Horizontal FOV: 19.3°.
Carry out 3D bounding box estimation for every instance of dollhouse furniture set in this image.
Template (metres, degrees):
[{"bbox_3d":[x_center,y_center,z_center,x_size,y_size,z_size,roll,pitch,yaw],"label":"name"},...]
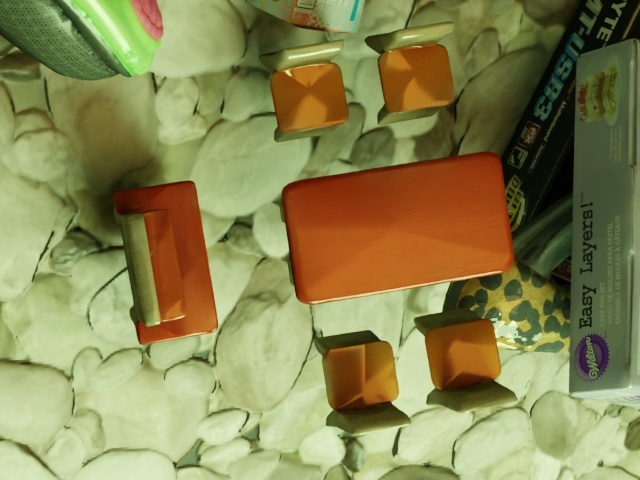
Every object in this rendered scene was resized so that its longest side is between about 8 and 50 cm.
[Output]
[{"bbox_3d":[0.000,0.000,1.235,0.259,0.135,0.262,-10,93,-11],"label":"dollhouse furniture set"}]

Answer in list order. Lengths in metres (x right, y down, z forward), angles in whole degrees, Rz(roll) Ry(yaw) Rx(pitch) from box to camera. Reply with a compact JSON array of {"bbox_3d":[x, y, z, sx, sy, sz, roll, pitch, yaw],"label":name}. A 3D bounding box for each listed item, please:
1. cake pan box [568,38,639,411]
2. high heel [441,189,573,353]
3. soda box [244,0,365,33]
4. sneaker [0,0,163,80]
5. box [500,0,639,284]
[{"bbox_3d":[0.290,0.009,1.386,0.245,0.070,0.267,11,75,-35],"label":"cake pan box"},{"bbox_3d":[0.191,0.098,1.412,0.186,0.093,0.261,-36,113,-23],"label":"high heel"},{"bbox_3d":[0.008,-0.232,1.239,0.058,0.063,0.183,4,108,-36],"label":"soda box"},{"bbox_3d":[-0.291,-0.209,0.974,0.482,0.185,0.202,27,127,-31],"label":"sneaker"},{"bbox_3d":[0.287,-0.071,1.510,0.295,0.073,0.293,23,96,-39],"label":"box"}]
